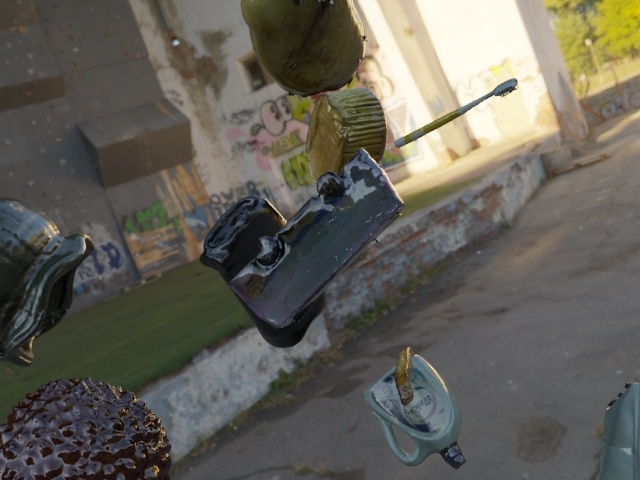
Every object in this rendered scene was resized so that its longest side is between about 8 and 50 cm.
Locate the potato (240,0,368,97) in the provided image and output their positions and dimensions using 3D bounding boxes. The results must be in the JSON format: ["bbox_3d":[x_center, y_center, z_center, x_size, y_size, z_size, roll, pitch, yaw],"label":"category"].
[{"bbox_3d":[-0.020,-0.313,0.919,0.173,0.140,0.300,-50,-19,-2],"label":"potato"}]

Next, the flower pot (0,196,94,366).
[{"bbox_3d":[-0.564,0.082,1.071,0.302,0.213,0.302,-59,12,21],"label":"flower pot"}]

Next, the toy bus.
[{"bbox_3d":[0.000,0.000,1.000,0.317,0.138,0.112,-45,-10,7],"label":"toy bus"}]

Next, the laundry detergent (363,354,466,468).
[{"bbox_3d":[0.254,0.454,1.520,0.214,0.281,0.105,-39,-26,12],"label":"laundry detergent"}]

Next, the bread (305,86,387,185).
[{"bbox_3d":[0.061,-0.226,1.375,0.133,0.179,0.250,-15,-39,-25],"label":"bread"}]

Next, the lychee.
[{"bbox_3d":[-0.356,0.328,0.851,0.299,0.265,0.264,0,14,20],"label":"lychee"}]

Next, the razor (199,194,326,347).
[{"bbox_3d":[-0.109,0.075,1.309,0.113,0.349,0.204,10,54,39],"label":"razor"}]

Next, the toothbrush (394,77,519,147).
[{"bbox_3d":[0.250,-0.235,1.153,0.288,0.021,0.024,-23,31,44],"label":"toothbrush"}]

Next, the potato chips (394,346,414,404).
[{"bbox_3d":[0.130,0.194,0.915,0.026,0.037,0.204,-22,2,10],"label":"potato chips"}]

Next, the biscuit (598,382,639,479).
[{"bbox_3d":[0.351,0.206,0.598,0.079,0.186,0.309,4,0,45],"label":"biscuit"}]
